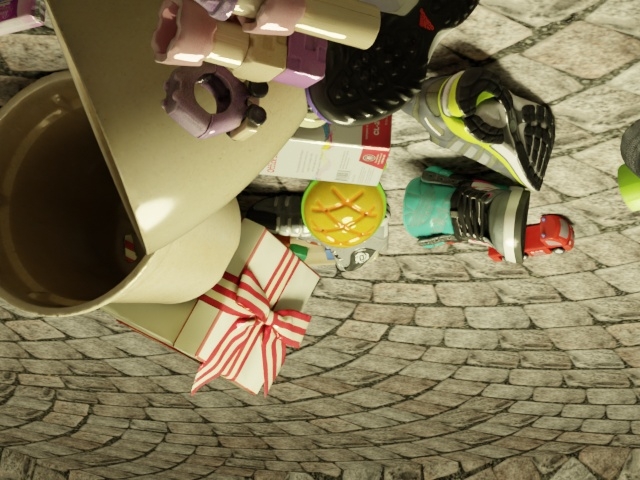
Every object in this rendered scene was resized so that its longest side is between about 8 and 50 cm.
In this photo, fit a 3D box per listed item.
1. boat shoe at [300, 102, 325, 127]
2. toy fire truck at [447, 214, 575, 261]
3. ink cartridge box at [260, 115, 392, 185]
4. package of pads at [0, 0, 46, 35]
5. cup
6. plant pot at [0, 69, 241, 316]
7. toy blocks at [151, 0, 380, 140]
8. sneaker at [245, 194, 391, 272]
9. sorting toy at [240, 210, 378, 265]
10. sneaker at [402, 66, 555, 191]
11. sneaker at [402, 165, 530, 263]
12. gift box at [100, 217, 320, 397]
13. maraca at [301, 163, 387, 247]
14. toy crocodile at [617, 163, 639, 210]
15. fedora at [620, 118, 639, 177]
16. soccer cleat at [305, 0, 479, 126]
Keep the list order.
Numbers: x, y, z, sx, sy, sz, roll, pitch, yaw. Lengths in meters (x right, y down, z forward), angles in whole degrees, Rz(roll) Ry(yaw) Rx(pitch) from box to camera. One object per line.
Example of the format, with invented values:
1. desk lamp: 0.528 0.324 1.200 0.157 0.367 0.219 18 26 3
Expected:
1. boat shoe: -0.075 -0.200 1.904 0.224 0.080 0.073 9 153 -26
2. toy fire truck: 0.293 -0.013 2.342 0.192 0.047 0.135 -10 153 30
3. ink cartridge box: 0.004 -0.139 2.039 0.175 0.072 0.127 6 159 -5
4. package of pads: -0.370 -0.279 1.782 0.083 0.050 0.032 -9 155 28
5. cup: -0.154 -0.180 1.708 0.237 0.331 0.331 -22 160 -7
6. plant pot: -0.276 -0.040 2.073 0.334 0.333 0.305 -6 168 23
7. toy blocks: -0.120 -0.285 1.413 0.260 0.288 0.309 11 161 -26
8. sneaker: 0.000 0.000 2.320 0.229 0.086 0.132 0 132 9
9. sorting toy: -0.022 0.002 2.449 0.193 0.038 0.208 -4 157 20
10. sneaker: 0.217 -0.152 1.961 0.121 0.111 0.300 10 165 38
11. sneaker: 0.207 -0.040 2.116 0.178 0.123 0.295 5 -175 4
12. gift box: -0.170 0.102 2.316 0.258 0.276 0.255 22 174 30
13. maraca: 0.037 -0.066 2.181 0.127 0.099 0.185 3 128 -6
14. toy crocodile: 0.523 -0.045 2.141 0.115 0.105 0.340 -7 156 27
15. fedora: 0.530 -0.163 1.774 0.334 0.152 0.334 4 159 1
16. soccer cleat: 0.061 -0.212 1.564 0.116 0.318 0.108 -15 117 44
